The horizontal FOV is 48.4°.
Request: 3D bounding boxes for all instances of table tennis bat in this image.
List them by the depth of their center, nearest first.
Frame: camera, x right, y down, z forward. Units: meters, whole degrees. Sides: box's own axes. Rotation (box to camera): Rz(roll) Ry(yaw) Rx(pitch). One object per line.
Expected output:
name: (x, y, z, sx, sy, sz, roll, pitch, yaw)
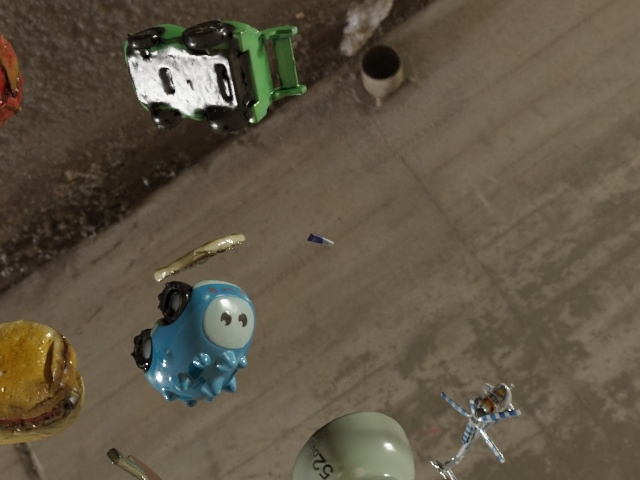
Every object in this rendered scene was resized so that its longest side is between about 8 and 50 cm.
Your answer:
table tennis bat: (-0.347, 0.476, 1.425, 0.021, 0.154, 0.274, -45, 143, -15)

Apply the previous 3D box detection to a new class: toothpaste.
toothpaste: (0.000, 0.000, 1.897, 0.083, 0.015, 0.024, 18, 111, -38)

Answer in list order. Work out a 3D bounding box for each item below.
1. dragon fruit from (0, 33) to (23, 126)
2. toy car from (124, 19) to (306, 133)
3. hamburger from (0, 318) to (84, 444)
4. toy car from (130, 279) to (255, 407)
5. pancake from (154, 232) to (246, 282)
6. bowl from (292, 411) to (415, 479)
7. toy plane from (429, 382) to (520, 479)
dragon fruit: (-0.771, -0.287, 1.434, 0.302, 0.240, 0.330, 37, 68, -40)
toy car: (-0.229, -0.350, 1.473, 0.176, 0.358, 0.214, -49, 137, -45)
hamburger: (-0.594, 0.286, 1.406, 0.244, 0.244, 0.163, -24, 143, -31)
toy car: (-0.222, 0.203, 1.350, 0.188, 0.190, 0.255, 16, 114, -47)
pancake: (-0.345, 0.045, 2.045, 0.282, 0.049, 0.282, -27, -178, 1)
bowl: (0.115, 0.667, 1.950, 0.353, 0.185, 0.354, -8, 115, -17)
toy plane: (0.334, 0.401, 1.485, 0.107, 0.182, 0.273, -19, 123, -36)
